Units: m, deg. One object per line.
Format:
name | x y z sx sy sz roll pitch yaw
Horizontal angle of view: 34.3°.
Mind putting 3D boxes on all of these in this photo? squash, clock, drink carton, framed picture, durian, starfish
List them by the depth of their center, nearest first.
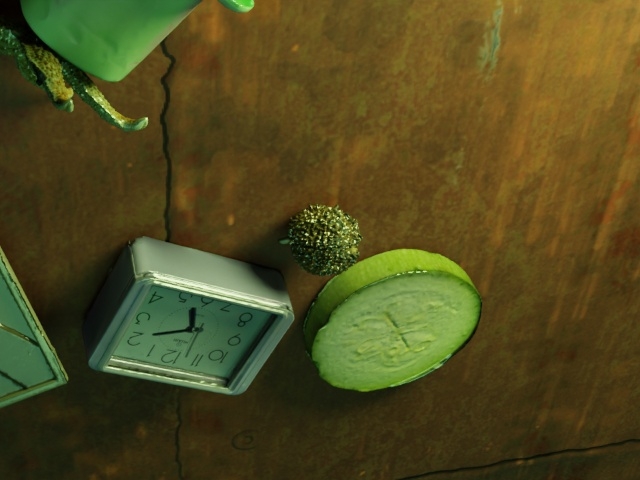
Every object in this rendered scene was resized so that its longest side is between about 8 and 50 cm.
drink carton | -0.153 -0.215 0.820 0.146 0.144 0.142 32 125 -34
starfish | -0.239 -0.143 0.859 0.208 0.176 0.053 31 84 3
framed picture | -0.382 0.071 1.019 0.184 0.016 0.250 -21 116 0
durian | 0.000 0.000 1.103 0.091 0.080 0.080 -6 134 9
clock | -0.145 0.087 1.126 0.193 0.073 0.145 15 123 -30
squash | 0.086 0.100 1.244 0.219 0.041 0.219 -12 137 -11
